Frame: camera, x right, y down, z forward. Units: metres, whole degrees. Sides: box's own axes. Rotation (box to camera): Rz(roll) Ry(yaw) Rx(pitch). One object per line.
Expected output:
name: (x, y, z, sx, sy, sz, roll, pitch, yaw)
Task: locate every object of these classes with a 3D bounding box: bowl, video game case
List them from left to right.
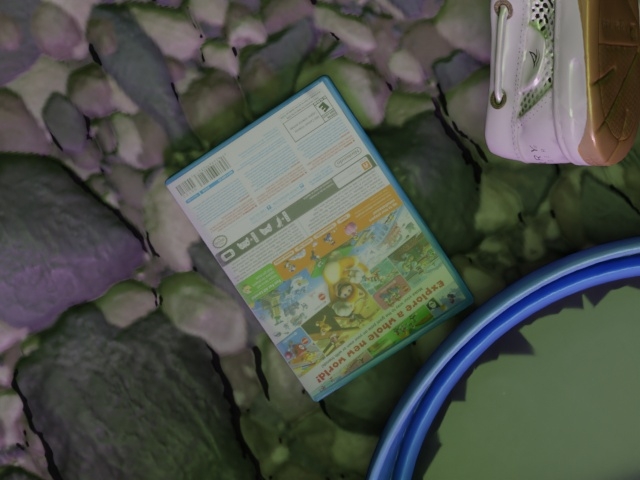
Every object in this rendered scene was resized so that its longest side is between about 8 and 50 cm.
video game case: (0.000, 0.000, 0.871, 0.119, 0.015, 0.166, -33, 97, 6)
bowl: (0.217, 0.185, 0.867, 0.391, 0.077, 0.391, 0, 100, 2)

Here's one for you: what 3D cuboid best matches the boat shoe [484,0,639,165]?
boat shoe: (0.122, -0.180, 0.796, 0.096, 0.098, 0.277, 0, 88, 33)
